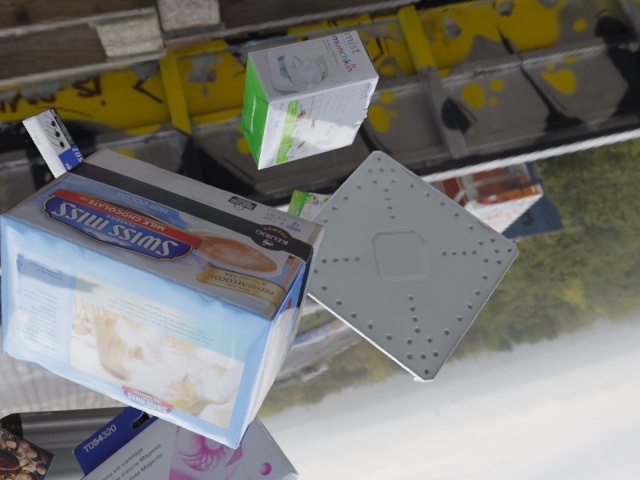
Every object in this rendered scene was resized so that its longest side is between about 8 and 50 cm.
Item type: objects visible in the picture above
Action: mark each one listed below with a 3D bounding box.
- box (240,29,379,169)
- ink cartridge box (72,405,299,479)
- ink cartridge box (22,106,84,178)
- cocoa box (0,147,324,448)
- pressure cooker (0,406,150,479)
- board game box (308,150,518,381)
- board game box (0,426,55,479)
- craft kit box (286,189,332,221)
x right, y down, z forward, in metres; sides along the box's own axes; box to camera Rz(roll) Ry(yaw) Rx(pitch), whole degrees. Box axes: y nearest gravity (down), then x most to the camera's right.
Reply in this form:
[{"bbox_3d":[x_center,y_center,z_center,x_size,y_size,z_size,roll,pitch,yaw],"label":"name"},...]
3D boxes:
[{"bbox_3d":[-0.030,-0.280,1.377,0.231,0.126,0.262,-18,162,-16],"label":"box"},{"bbox_3d":[-0.260,0.391,1.187,0.324,0.330,0.071,-39,150,-9],"label":"ink cartridge box"},{"bbox_3d":[-0.704,-0.247,1.803,0.046,0.207,0.097,-17,-159,19],"label":"ink cartridge box"},{"bbox_3d":[-0.206,0.066,0.889,0.347,0.228,0.231,21,122,6],"label":"cocoa box"},{"bbox_3d":[-0.545,0.578,1.582,0.420,0.370,0.375,4,118,-30],"label":"pressure cooker"},{"bbox_3d":[0.163,0.042,1.410,0.390,0.390,0.050,-48,169,-28],"label":"board game box"},{"bbox_3d":[-0.631,0.483,1.269,0.165,0.243,0.042,38,125,-22],"label":"board game box"},{"bbox_3d":[0.000,0.000,1.815,0.247,0.249,0.061,13,168,29],"label":"craft kit box"}]
